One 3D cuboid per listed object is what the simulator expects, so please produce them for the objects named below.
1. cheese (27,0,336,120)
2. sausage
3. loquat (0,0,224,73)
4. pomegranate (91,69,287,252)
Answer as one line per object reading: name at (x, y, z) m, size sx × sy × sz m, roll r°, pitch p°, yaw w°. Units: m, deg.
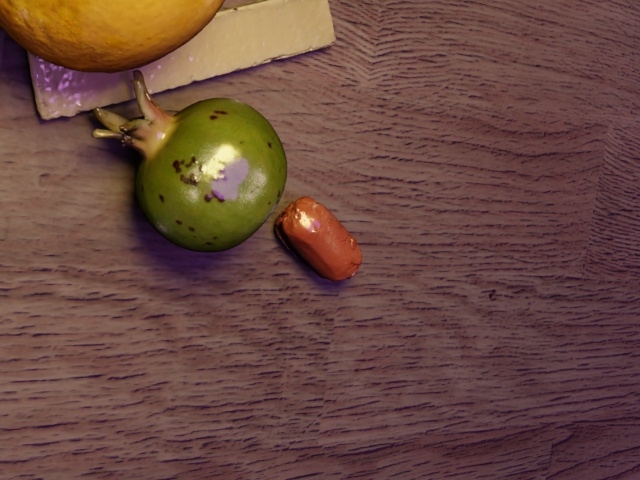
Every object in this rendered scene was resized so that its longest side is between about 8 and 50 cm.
cheese at (-0.147, -0.223, 1.254) m, size 0.400 × 0.034 × 0.085 m, roll -19°, pitch 111°, yaw -31°
sausage at (0.000, 0.000, 1.391) m, size 0.141 × 0.076 × 0.076 m, roll 46°, pitch 73°, yaw -33°
loquat at (-0.210, -0.295, 1.050) m, size 0.263 × 0.263 × 0.263 m, roll -9°, pitch 106°, yaw -35°
pomegranate at (-0.146, -0.092, 1.205) m, size 0.224 × 0.181 × 0.181 m, roll 40°, pitch 76°, yaw -25°
